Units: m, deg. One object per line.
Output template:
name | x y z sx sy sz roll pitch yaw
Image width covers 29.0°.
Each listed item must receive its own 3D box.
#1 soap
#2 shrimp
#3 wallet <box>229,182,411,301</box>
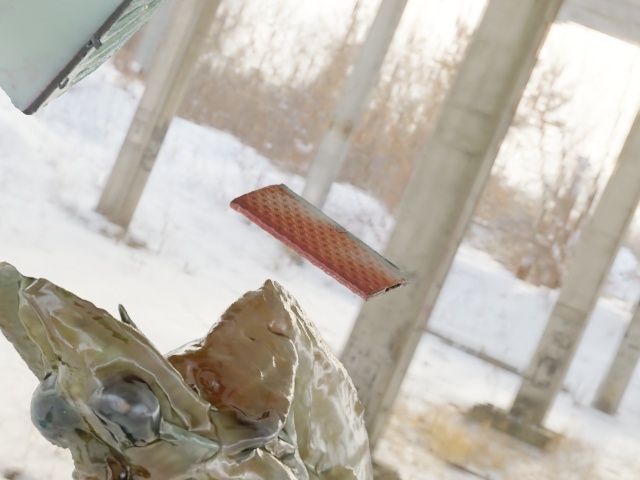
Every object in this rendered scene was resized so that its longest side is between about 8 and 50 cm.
soap | -0.124 -0.181 0.749 0.091 0.145 0.230 48 -40 -5
shrimp | -0.035 0.079 0.511 0.077 0.168 0.317 -8 -35 16
wallet | 0.000 0.000 1.362 0.196 0.020 0.103 36 29 21
